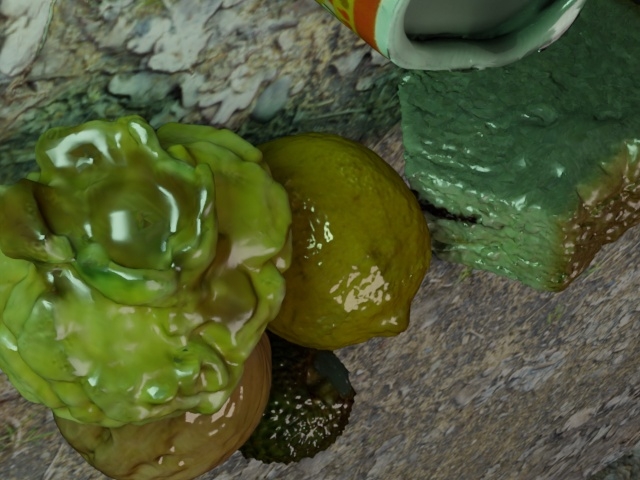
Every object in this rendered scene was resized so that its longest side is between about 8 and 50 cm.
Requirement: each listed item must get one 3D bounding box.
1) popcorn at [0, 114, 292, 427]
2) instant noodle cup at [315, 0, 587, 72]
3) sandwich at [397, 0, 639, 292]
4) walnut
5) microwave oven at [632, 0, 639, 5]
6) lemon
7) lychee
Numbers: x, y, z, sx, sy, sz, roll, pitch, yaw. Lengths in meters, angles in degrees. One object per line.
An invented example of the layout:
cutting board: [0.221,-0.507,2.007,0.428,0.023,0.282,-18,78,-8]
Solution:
popcorn: [-0.152,0.020,1.162,0.270,0.224,0.257,0,116,-43]
instant noodle cup: [0.031,-0.270,0.860,0.294,0.308,0.294,-32,153,-19]
sandwich: [0.219,-0.110,1.426,0.325,0.262,0.131,-37,149,-12]
walnut: [-0.152,0.134,1.372,0.195,0.195,0.221,-8,147,-50]
microwave oven: [0.458,-0.286,1.377,0.218,0.355,0.286,-34,152,-17]
lemon: [0.000,0.000,1.346,0.192,0.231,0.192,-46,177,-4]
lychee: [-0.051,0.182,1.628,0.171,0.171,0.171,-33,153,-19]
